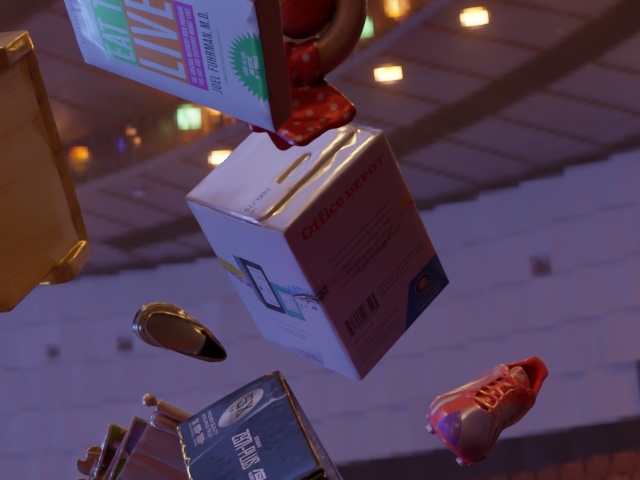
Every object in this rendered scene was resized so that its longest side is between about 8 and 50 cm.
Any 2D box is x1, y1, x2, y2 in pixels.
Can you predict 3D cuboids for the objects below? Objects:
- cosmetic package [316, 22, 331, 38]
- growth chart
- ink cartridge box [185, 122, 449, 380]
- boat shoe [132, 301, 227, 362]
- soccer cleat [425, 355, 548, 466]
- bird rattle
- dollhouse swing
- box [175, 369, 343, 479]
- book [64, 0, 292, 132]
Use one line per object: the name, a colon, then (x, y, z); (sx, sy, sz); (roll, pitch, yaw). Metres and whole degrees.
cosmetic package: (-0.055, -0.365, 1.959); (0.239, 0.099, 0.060); (33, -4, 45)
growth chart: (-0.208, 0.289, 1.717); (0.172, 0.021, 0.237); (31, -66, -10)
ink cartridge box: (0.000, 0.000, 1.838); (0.197, 0.198, 0.270); (19, -34, 44)
boat shoe: (-0.201, 0.141, 2.109); (0.072, 0.068, 0.190); (26, 0, 34)
soccer cleat: (0.184, 0.177, 1.543); (0.095, 0.083, 0.248); (-46, -13, 17)
bird rattle: (-0.043, -0.228, 1.504); (0.207, 0.253, 0.143); (-48, -18, 8)
dollhouse swing: (-0.515, -0.079, 1.982); (0.315, 0.347, 0.305); (-1, 23, 30)
box: (-0.006, 0.191, 0.857); (0.077, 0.180, 0.147); (-29, 20, -2)
book: (-0.085, -0.126, 0.829); (0.144, 0.035, 0.096); (21, -39, 26)
